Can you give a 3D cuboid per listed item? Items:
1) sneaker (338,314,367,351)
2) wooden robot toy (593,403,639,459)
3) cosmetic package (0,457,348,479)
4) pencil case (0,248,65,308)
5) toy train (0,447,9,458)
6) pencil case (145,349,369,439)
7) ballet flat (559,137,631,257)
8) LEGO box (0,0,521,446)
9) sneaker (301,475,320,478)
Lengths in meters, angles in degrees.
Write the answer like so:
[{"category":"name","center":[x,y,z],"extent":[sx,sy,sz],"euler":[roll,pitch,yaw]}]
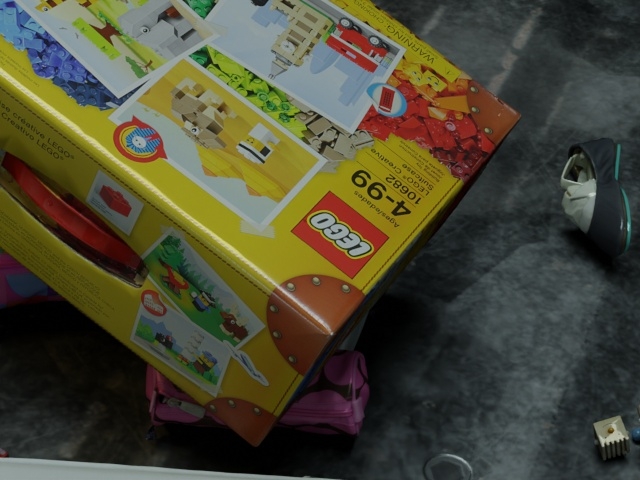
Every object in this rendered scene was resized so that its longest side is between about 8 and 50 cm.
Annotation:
[{"category":"sneaker","center":[0.000,0.000,1.913],"extent":[0.147,0.104,0.296],"euler":[19,46,8]},{"category":"wooden robot toy","center":[0.348,0.188,1.760],"extent":[0.173,0.076,0.079],"euler":[-5,52,-12]},{"category":"cosmetic package","center":[-0.084,0.396,1.204],"extent":[0.327,0.329,0.394],"euler":[6,35,-20]},{"category":"pencil case","center":[-0.308,0.024,1.858],"extent":[0.236,0.104,0.104],"euler":[-6,41,-13]},{"category":"toy train","center":[-0.303,0.202,1.702],"extent":[0.158,0.027,0.036],"euler":[24,32,22]},{"category":"pencil case","center":[-0.058,0.141,1.752],"extent":[0.209,0.095,0.098],"euler":[2,6,-2]},{"category":"ballet flat","center":[0.294,-0.048,2.034],"extent":[0.074,0.074,0.203],"euler":[6,34,1]},{"category":"LEGO box","center":[-0.129,-0.117,1.720],"extent":[0.500,0.193,0.372],"euler":[37,46,6]},{"category":"sneaker","center":[-0.110,0.287,1.483],"extent":[0.330,0.146,0.122],"euler":[-1,39,-44]}]
